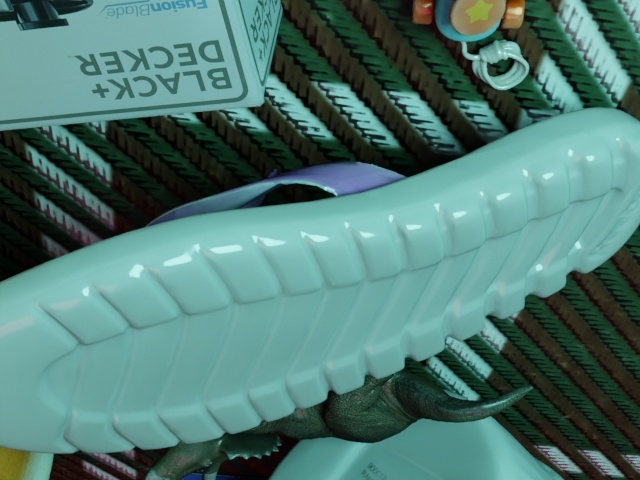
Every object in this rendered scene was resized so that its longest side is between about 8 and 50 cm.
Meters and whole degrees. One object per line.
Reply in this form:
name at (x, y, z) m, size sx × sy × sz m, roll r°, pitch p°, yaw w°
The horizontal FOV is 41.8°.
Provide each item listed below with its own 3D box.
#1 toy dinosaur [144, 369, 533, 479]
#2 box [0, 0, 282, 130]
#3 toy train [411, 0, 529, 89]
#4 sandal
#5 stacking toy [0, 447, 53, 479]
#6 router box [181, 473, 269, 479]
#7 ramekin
toy dinosaur at (-0.002, 0.110, 0.644) m, size 0.313 × 0.121 × 0.160 m, roll -13°, pitch 147°, yaw 10°
box at (-0.124, -0.184, 0.332) m, size 0.169 × 0.087 × 0.290 m, roll -3°, pitch 137°, yaw 8°
toy train at (0.123, -0.132, 0.402) m, size 0.125 × 0.046 × 0.166 m, roll 33°, pitch 129°, yaw -27°
sandal at (-0.001, 0.011, 0.472) m, size 0.416 × 0.102 × 0.169 m, roll -15°, pitch 139°, yaw -19°
stacking toy at (-0.303, -0.030, 0.377) m, size 0.350 × 0.351 × 0.480 m, roll 9°, pitch 125°, yaw -6°
router box at (-0.001, 0.373, 0.923) m, size 0.335 × 0.082 × 0.301 m, roll 4°, pitch 137°, yaw 0°
ramekin at (0.065, 0.250, 0.657) m, size 0.277 × 0.277 × 0.135 m, roll -24°, pitch 123°, yaw 26°
